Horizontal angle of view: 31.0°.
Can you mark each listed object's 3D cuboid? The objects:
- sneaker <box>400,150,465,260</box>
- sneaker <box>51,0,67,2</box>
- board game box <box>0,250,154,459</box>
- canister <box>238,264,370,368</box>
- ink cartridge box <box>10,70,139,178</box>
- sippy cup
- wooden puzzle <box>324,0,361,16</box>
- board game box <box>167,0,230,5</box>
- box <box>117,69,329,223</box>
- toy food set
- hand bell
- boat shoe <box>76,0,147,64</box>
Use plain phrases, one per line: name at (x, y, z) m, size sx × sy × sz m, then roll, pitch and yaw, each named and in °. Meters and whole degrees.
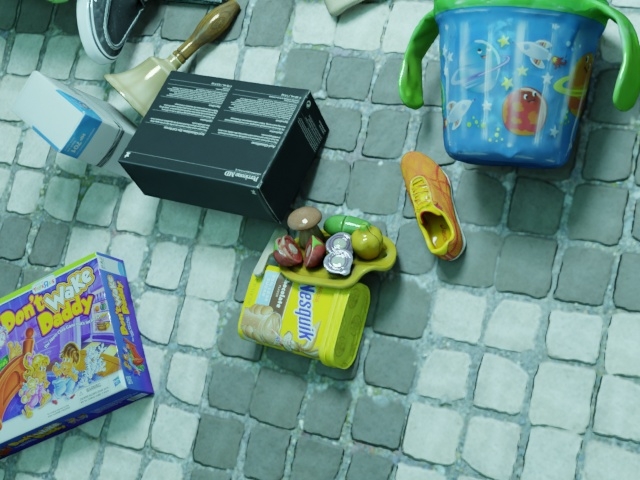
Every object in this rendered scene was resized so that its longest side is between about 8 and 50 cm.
sneaker at (0.156, -0.056, 1.626) m, size 0.064 × 0.067 × 0.175 m, roll -31°, pitch 64°, yaw 19°
sneaker at (-0.548, -0.534, 1.982) m, size 0.483 × 0.202 × 0.185 m, roll 23°, pitch 88°, yaw 54°
board game box at (-0.453, 0.195, 1.867) m, size 0.347 × 0.078 × 0.233 m, roll -25°, pitch 67°, yaw 20°
canister at (-0.026, 0.107, 1.675) m, size 0.170 × 0.073 × 0.126 m, roll 11°, pitch 82°, yaw 30°
ink cartridge box at (-0.378, -0.184, 1.858) m, size 0.139 × 0.190 × 0.082 m, roll 39°, pitch 97°, yaw 29°
sippy cup at (0.257, -0.212, 1.538) m, size 0.240 × 0.305 × 0.224 m, roll 6°, pitch 91°, yaw -16°
wooden puzzle at (0.109, -0.556, 1.767) m, size 0.348 × 0.080 × 0.322 m, roll -25°, pitch 68°, yaw 20°
board game box at (-0.221, -0.461, 1.941) m, size 0.186 × 0.026 × 0.126 m, roll 12°, pitch 85°, yaw 29°
box at (-0.147, -0.145, 1.755) m, size 0.261 × 0.103 × 0.184 m, roll 13°, pitch 61°, yaw 29°
toy food set at (0.000, 0.000, 1.654) m, size 0.218 × 0.071 × 0.128 m, roll 5°, pitch 39°, yaw 27°
hand bell at (-0.222, -0.303, 1.875) m, size 0.242 × 0.126 × 0.126 m, roll -44°, pitch 62°, yaw -2°
boat shoe at (-0.319, -0.438, 1.916) m, size 0.102 × 0.108 × 0.301 m, roll 1°, pitch 72°, yaw 31°
